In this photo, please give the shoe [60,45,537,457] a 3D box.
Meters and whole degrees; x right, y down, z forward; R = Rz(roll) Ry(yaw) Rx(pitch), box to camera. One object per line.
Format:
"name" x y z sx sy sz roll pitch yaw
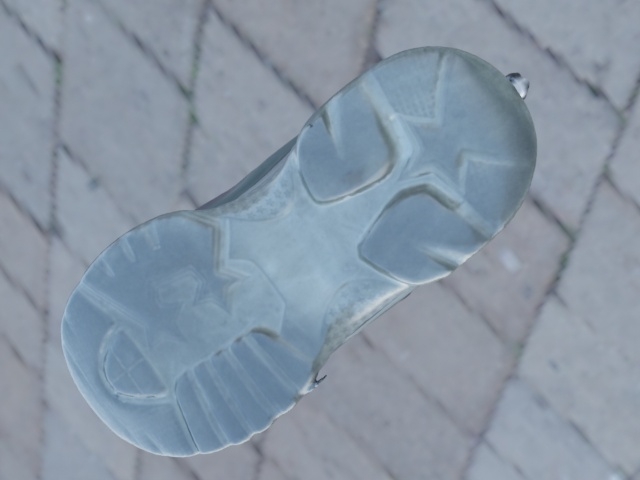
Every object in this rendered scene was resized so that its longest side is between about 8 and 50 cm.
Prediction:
"shoe" 0.000 0.000 0.593 0.169 0.099 0.071 -37 89 18
